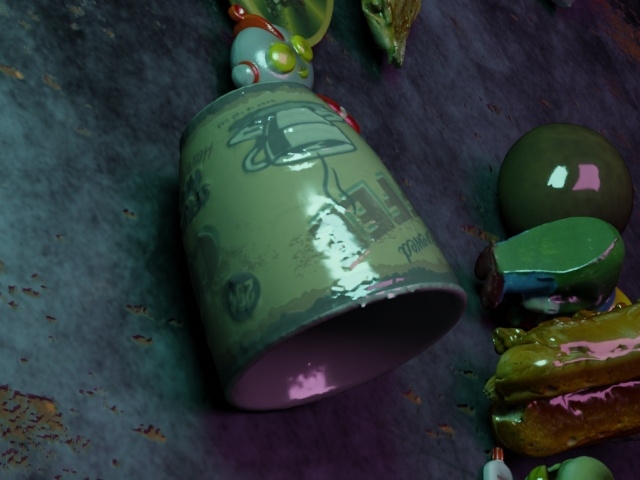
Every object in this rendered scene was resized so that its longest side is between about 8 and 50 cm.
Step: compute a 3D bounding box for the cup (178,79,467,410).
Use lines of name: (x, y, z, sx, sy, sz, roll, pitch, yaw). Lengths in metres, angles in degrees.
cup: (0.000, 0.000, 1.256, 0.301, 0.227, 0.257, 27, 38, -61)

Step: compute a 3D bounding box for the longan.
longan: (0.308, -0.047, 1.690, 0.185, 0.159, 0.204, -20, 90, -46)

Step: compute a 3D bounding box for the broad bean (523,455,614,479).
broad bean: (0.283, 0.335, 1.425, 0.228, 0.100, 0.169, 53, 42, -9)

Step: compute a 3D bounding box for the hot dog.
hot dog: (0.335, 0.139, 1.514, 0.349, 0.158, 0.117, -12, 29, -20)

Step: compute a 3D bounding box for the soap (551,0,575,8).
soap: (0.320, -0.535, 2.097, 0.325, 0.127, 0.220, 42, 37, -19)

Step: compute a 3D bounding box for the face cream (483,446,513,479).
face cream: (0.188, 0.257, 1.432, 0.040, 0.021, 0.083, 35, 42, -29)

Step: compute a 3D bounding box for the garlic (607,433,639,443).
garlic: (0.346, 0.202, 1.607, 0.094, 0.113, 0.074, 19, 93, -21)

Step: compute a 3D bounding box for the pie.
pie: (0.087, -0.329, 1.705, 0.282, 0.068, 0.128, -82, 152, -50)

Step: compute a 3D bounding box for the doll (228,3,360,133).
doll: (-0.027, -0.147, 1.440, 0.142, 0.076, 0.245, -33, 95, -54)

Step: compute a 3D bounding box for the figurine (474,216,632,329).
figurine: (0.281, 0.082, 1.606, 0.234, 0.185, 0.127, 75, -3, -54)

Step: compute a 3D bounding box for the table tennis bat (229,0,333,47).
table tennis bat: (-0.029, -0.334, 1.573, 0.321, 0.050, 0.198, -48, 119, -51)
